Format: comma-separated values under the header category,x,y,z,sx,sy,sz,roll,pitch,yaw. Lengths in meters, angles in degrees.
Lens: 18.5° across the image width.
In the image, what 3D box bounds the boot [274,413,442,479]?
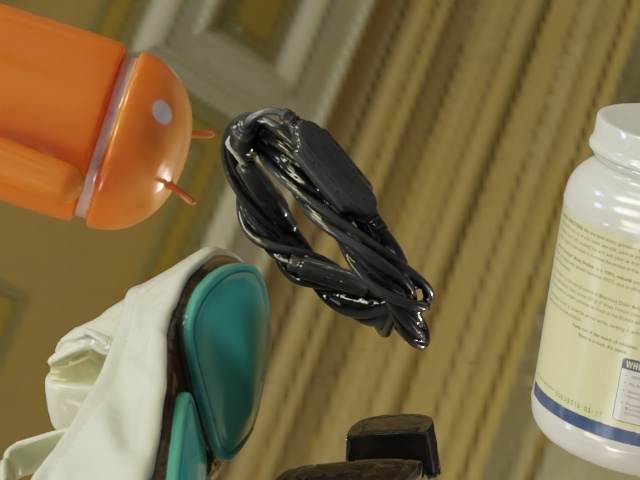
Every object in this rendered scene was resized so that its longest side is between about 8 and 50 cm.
category,x,y,z,sx,sy,sz,roll,pitch,yaw
boot,0.035,0.283,1.351,0.264,0.096,0.280,-40,-55,-79

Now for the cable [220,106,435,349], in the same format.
category,x,y,z,sx,sy,sz,roll,pitch,yaw
cable,0.000,0.000,1.210,0.047,0.150,0.184,-42,-87,-23

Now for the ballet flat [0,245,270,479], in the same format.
category,x,y,z,sx,sy,sz,roll,pitch,yaw
ballet flat,-0.118,0.109,1.174,0.400,0.139,0.139,-75,-38,-66

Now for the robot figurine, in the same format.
category,x,y,z,sx,sy,sz,roll,pitch,yaw
robot figurine,-0.180,-0.083,1.299,0.219,0.158,0.128,18,-99,-5

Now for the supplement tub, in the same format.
category,x,y,z,sx,sy,sz,roll,pitch,yaw
supplement tub,0.342,0.047,1.916,0.235,0.235,0.325,-6,-69,-37
